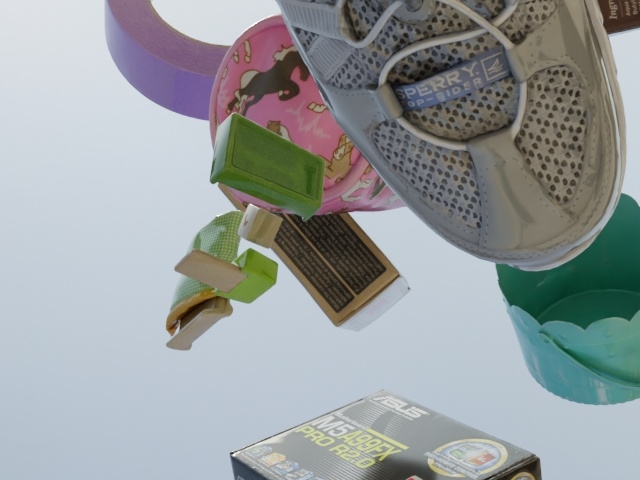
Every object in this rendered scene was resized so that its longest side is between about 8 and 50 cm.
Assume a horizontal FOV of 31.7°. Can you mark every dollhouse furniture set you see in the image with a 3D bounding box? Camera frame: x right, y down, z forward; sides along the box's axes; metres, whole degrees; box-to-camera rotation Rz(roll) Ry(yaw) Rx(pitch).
[{"bbox_3d":[-0.062,-0.003,0.617,0.058,0.151,0.076,24,-128,-24],"label":"dollhouse furniture set"}]

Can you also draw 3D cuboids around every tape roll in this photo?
[{"bbox_3d":[-0.118,-0.277,1.342,0.274,0.090,0.275,5,-119,-8],"label":"tape roll"}]

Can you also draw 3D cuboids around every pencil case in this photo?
[{"bbox_3d":[0.055,-0.109,1.017,0.386,0.160,0.167,-12,-83,-62],"label":"pencil case"}]

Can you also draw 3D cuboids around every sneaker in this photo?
[{"bbox_3d":[0.011,-0.102,0.355,0.281,0.105,0.115,59,-158,-15],"label":"sneaker"}]

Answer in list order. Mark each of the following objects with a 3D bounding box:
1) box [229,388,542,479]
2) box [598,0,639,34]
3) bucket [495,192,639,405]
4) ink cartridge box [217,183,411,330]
[{"bbox_3d":[0.061,0.249,1.176,0.216,0.270,0.060,-18,-72,-28],"label":"box"},{"bbox_3d":[0.392,-0.296,1.140,0.191,0.381,0.143,-42,-61,-77],"label":"box"},{"bbox_3d":[0.395,0.086,1.595,0.281,0.281,0.183,-60,-37,-41],"label":"bucket"},{"bbox_3d":[0.000,0.000,1.209,0.193,0.088,0.234,50,-179,9],"label":"ink cartridge box"}]
